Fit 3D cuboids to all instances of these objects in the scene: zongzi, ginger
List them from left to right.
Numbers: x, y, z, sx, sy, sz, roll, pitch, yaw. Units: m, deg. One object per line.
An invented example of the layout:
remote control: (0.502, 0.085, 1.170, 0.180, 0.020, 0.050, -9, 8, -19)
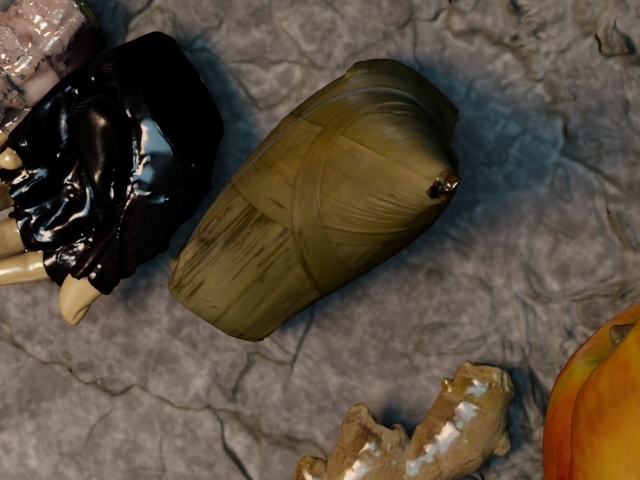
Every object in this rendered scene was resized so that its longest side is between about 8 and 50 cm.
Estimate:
zongzi: (0.000, 0.000, 1.143, 0.115, 0.256, 0.228, 41, 102, -18)
ginger: (0.009, 0.170, 1.233, 0.288, 0.075, 0.089, -27, 109, 7)

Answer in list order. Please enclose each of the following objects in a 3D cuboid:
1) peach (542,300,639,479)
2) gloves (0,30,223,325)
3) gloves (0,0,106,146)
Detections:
peach: (0.279, 0.142, 1.090, 0.281, 0.238, 0.281, 1, 81, -6)
gloves: (-0.167, -0.033, 1.241, 0.203, 0.124, 0.164, -33, 67, 31)
gloves: (-0.224, -0.127, 1.258, 0.144, 0.110, 0.094, -32, 76, -18)
